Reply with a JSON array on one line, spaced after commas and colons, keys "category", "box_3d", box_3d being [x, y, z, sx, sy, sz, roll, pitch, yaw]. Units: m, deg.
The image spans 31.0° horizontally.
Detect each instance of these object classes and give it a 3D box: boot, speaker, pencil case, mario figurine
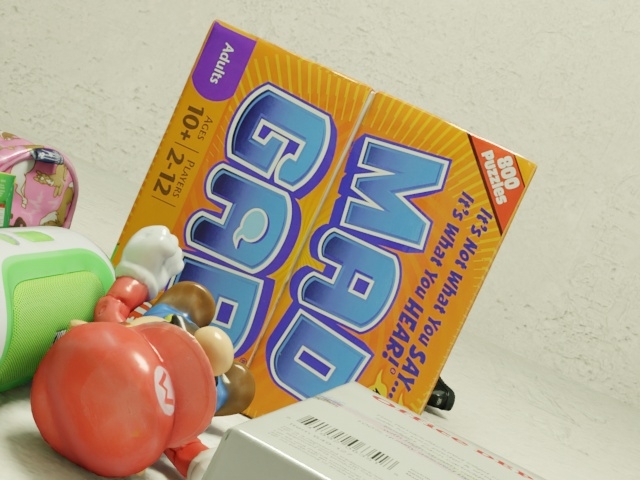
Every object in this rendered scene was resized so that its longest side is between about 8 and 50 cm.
[{"category": "boot", "box_3d": [0.123, 0.201, 1.609, 0.099, 0.045, 0.121, 16, 6, -21]}, {"category": "speaker", "box_3d": [-0.256, 0.053, 0.908, 0.131, 0.131, 0.296, 25, 6, 7]}, {"category": "pencil case", "box_3d": [-0.467, -0.103, 1.382, 0.386, 0.167, 0.160, 27, 39, 29]}, {"category": "mario figurine", "box_3d": [-0.104, 0.100, 0.930, 0.198, 0.170, 0.320, 26, 4, 3]}]

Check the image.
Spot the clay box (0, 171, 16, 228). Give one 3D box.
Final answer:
[{"category": "clay box", "box_3d": [-0.374, -0.049, 0.934, 0.222, 0.053, 0.127, 7, 0, -1]}]

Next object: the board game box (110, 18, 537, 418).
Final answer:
[{"category": "board game box", "box_3d": [0.000, 0.000, 1.325, 0.356, 0.357, 0.356, 24, 6, 4]}]

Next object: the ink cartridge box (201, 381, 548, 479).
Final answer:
[{"category": "ink cartridge box", "box_3d": [0.029, 0.192, 0.591, 0.171, 0.168, 0.232, 26, 6, 16]}]
